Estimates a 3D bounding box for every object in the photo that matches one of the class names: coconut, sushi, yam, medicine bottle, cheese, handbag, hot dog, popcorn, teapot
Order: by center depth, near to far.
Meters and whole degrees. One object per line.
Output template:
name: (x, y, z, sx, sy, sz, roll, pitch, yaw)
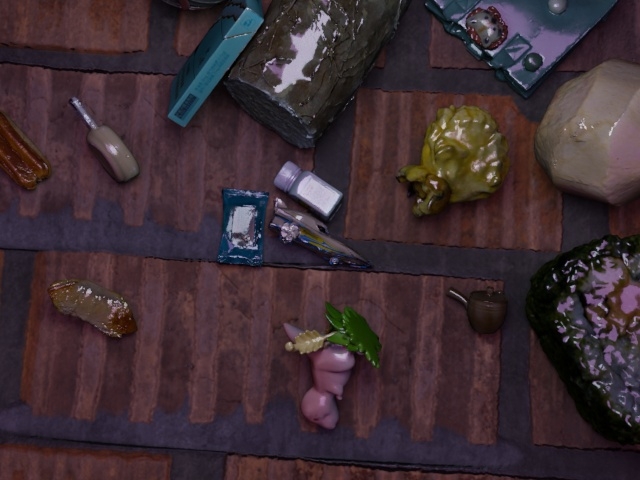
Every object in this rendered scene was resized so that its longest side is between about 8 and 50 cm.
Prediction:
coconut: (0.490, -0.173, 1.431, 0.259, 0.259, 0.259, 0, 83, 0)
sushi: (0.526, 0.152, 1.433, 0.294, 0.178, 0.352, -30, 85, -5)
yam: (-0.006, -0.350, 1.476, 0.241, 0.241, 0.348, 29, 85, 4)
popcorn: (0.225, -0.135, 1.478, 0.195, 0.173, 0.168, -28, 126, -8)
hot dog: (-0.392, 0.110, 1.503, 0.169, 0.061, 0.078, 32, 92, -22)
teapot: (0.273, 0.111, 1.508, 0.110, 0.085, 0.080, 14, 107, 30)
medicine bottle: (-0.021, -0.086, 1.518, 0.118, 0.074, 0.055, 35, 85, 5)
cheese: (-0.384, -0.176, 1.527, 0.047, 0.092, 0.171, -41, 91, -19)
handbag: (0.367, -0.435, 1.547, 0.274, 0.100, 0.269, -42, 85, -5)
hot dog: (-0.551, -0.164, 1.548, 0.071, 0.045, 0.165, -42, 84, -3)

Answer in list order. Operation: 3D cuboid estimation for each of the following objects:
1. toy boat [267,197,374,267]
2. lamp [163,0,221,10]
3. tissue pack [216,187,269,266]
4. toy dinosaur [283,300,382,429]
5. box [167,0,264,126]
toy boat: (0.000, 0.000, 1.512, 0.210, 0.084, 0.066, 27, 88, -6)
lamp: (-0.218, -0.527, 1.507, 0.233, 0.233, 0.265, -18, 83, -2)
tissue pack: (-0.138, -0.023, 1.537, 0.085, 0.028, 0.138, 5, 78, -2)
toy dinosaur: (0.010, 0.204, 1.471, 0.177, 0.152, 0.194, -37, 109, 14)
box: (-0.179, -0.318, 1.468, 0.041, 0.162, 0.229, 32, 114, -23)
